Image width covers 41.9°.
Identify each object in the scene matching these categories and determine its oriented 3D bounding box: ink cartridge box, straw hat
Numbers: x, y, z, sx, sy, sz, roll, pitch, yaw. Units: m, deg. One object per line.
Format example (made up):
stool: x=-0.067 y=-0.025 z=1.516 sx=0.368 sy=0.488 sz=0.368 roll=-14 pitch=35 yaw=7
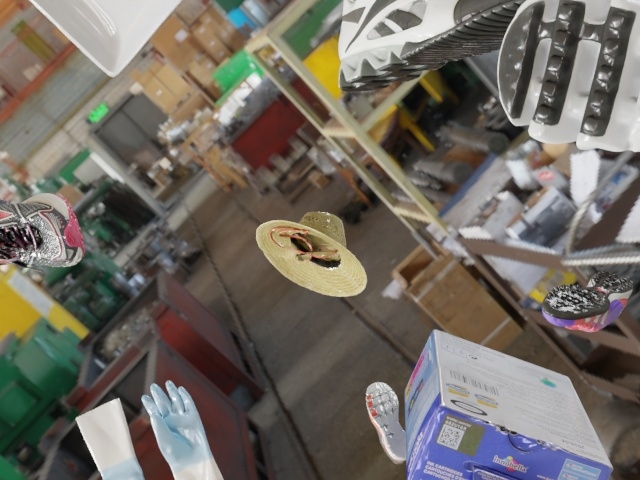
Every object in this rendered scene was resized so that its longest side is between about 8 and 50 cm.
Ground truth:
ink cartridge box: x=0.279 y=0.307 z=1.317 sx=0.395 sy=0.270 sz=0.151 roll=-68 pitch=-3 yaw=-77
straw hat: x=0.000 y=0.000 z=0.987 sx=0.144 sy=0.144 sz=0.061 roll=-25 pitch=33 yaw=53

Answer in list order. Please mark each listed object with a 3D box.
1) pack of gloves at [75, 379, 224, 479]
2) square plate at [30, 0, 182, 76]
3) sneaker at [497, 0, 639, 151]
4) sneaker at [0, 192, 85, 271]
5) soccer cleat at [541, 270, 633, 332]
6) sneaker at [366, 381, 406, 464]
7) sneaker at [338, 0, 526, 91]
pack of gloves: x=-0.256 y=0.338 z=1.247 sx=0.195 sy=0.232 sz=0.046 roll=-25 pitch=-10 yaw=12
square plate: x=-0.299 y=-0.452 z=1.115 sx=0.347 sy=0.344 sz=0.049 roll=-38 pitch=16 yaw=27
sneaker: x=0.248 y=-0.073 z=0.458 sx=0.118 sy=0.292 sz=0.110 roll=-16 pitch=-52 yaw=-48
sneaker: x=-0.484 y=-0.002 z=1.290 sx=0.299 sy=0.121 sz=0.112 roll=0 pitch=19 yaw=31
soccer cleat: x=0.546 y=0.148 z=1.723 sx=0.318 sy=0.109 sz=0.116 roll=-12 pitch=-59 yaw=-49
sneaker: x=0.117 y=0.336 z=1.523 sx=0.065 sy=0.061 sz=0.158 roll=100 pitch=158 yaw=-53
sneaker: x=0.121 y=-0.266 z=0.914 sx=0.122 sy=0.146 sz=0.330 roll=-7 pitch=1 yaw=-37
